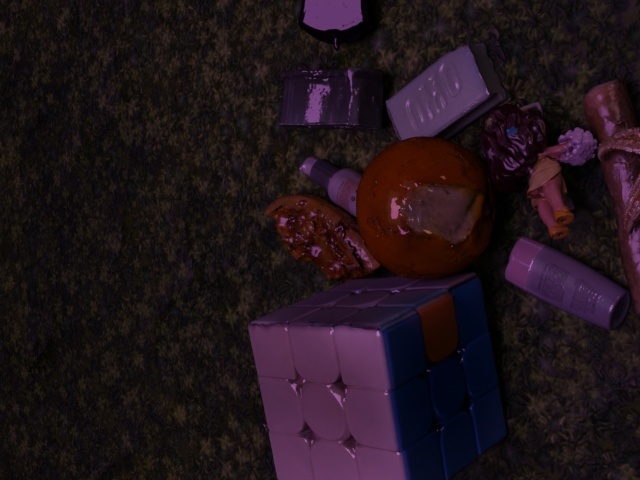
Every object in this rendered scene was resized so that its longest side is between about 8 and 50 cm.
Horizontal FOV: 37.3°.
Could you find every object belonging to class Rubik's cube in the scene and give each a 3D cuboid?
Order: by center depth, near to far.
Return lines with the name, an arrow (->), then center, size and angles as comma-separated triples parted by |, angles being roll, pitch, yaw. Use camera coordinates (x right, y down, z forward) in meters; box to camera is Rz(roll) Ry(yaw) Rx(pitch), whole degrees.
Rubik's cube -> 0.097, 0.230, 1.564 | 0.291, 0.290, 0.292 | -3, 102, 43

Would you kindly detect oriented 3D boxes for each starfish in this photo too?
starfish -> 0.497, -0.102, 1.302 | 0.238, 0.071, 0.216 | 23, 86, 28

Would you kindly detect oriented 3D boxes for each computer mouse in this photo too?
computer mouse -> 0.033, -0.484, 1.750 | 0.147, 0.088, 0.264 | 6, 101, 24

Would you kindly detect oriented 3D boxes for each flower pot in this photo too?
flower pot -> 0.019, -0.262, 1.765 | 0.229, 0.103, 0.108 | 5, 95, 43

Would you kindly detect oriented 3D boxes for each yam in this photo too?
yam -> 0.456, -0.063, 1.389 | 0.081, 0.081, 0.357 | -21, 77, 42

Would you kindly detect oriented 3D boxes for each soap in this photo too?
soap -> 0.210, -0.240, 1.614 | 0.198, 0.063, 0.115 | -36, 67, 38

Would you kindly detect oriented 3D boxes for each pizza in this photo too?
pizza -> 0.000, 0.000, 1.786 | 0.305, 0.085, 0.161 | 24, 130, 39

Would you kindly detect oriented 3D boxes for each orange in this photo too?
orange -> 0.173, -0.052, 1.542 | 0.240, 0.240, 0.240 | 3, 95, 43

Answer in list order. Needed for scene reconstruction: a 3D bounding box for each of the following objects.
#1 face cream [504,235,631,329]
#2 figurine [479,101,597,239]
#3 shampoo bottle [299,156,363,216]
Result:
face cream -> 0.382, 0.067, 1.478 | 0.198, 0.057, 0.084 | 32, 113, 39
figurine -> 0.328, -0.111, 1.447 | 0.175, 0.115, 0.240 | 99, 148, -50
shampoo bottle -> 0.042, -0.103, 1.774 | 0.192, 0.074, 0.074 | 35, 116, 38
